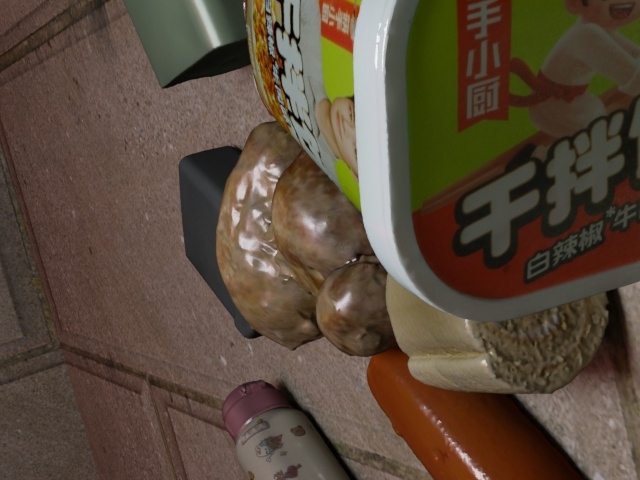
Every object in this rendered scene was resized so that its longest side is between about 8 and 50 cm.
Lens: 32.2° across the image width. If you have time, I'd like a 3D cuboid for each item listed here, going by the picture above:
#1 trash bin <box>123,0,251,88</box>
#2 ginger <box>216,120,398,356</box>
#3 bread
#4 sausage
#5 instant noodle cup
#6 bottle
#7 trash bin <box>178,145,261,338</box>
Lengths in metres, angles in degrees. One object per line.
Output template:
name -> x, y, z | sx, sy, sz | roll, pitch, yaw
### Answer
trash bin -> -0.150, -0.353, 1.174 | 0.223, 0.158, 0.343 | -11, 97, 64
ginger -> 0.000, 0.000, 1.100 | 0.304, 0.155, 0.244 | -172, 82, -68
bread -> 0.139, 0.049, 0.895 | 0.141, 0.134, 0.148 | 165, 99, -68
sausage -> 0.156, 0.199, 0.998 | 0.348, 0.097, 0.094 | 48, 153, 38
instant noodle cup -> 0.090, -0.132, 0.755 | 0.308, 0.294, 0.294 | -139, 38, -57
bottle -> -0.046, 0.281, 1.432 | 0.233, 0.110, 0.110 | 50, 147, 36
trash bin -> -0.089, 0.004, 1.355 | 0.236, 0.101, 0.176 | 43, 144, 48
